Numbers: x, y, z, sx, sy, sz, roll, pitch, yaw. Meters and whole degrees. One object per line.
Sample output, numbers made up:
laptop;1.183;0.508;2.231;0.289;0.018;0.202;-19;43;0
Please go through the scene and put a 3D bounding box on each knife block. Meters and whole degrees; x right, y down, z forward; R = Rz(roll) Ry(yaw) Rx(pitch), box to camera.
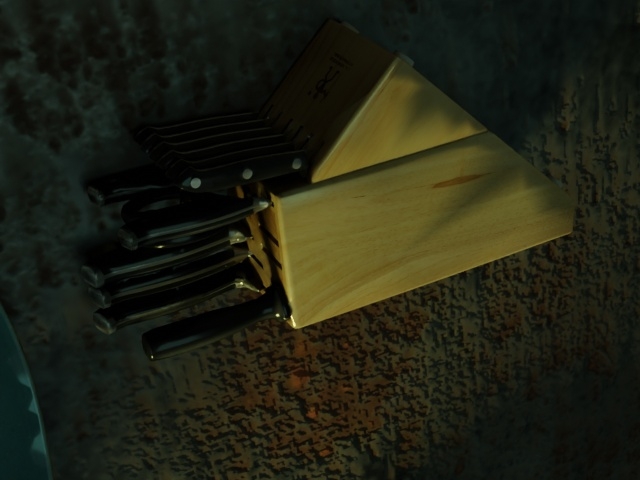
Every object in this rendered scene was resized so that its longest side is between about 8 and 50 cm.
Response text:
knife block;0.000;0.000;0.669;0.276;0.088;0.242;31;98;-38

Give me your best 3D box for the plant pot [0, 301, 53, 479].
plant pot;-0.270;0.150;0.503;0.196;0.290;0.290;-9;122;4
